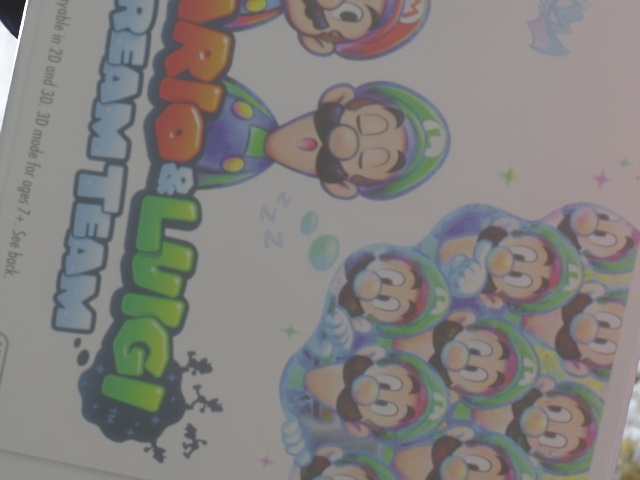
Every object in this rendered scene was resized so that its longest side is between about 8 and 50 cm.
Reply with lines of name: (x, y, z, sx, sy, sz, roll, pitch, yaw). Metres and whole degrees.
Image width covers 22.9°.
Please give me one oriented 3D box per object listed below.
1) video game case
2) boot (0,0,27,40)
video game case: (0.000, 0.000, 0.338, 0.143, 0.157, 0.019, 12, -178, 1)
boot: (-0.132, -0.201, 0.590, 0.091, 0.263, 0.229, -8, -156, -22)
